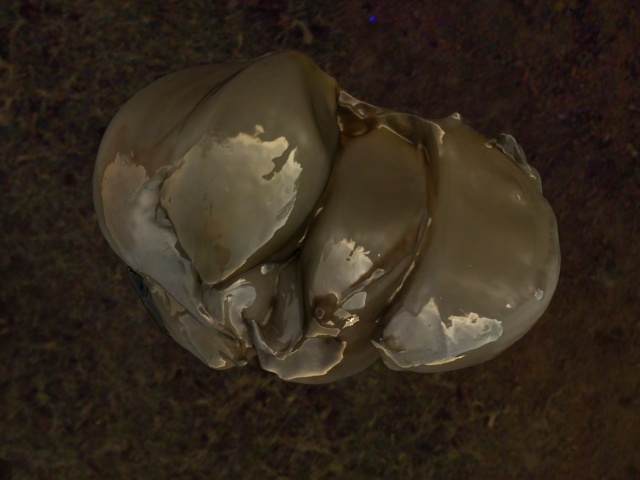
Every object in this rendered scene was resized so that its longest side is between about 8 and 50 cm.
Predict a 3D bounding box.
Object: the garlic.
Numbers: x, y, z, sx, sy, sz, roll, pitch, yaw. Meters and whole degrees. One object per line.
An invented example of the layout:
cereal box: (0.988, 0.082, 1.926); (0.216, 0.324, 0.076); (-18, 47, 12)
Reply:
garlic: (-0.011, 0.005, 0.581); (0.281, 0.203, 0.185); (27, 142, -12)

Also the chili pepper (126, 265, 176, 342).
chili pepper: (-0.051, 0.031, 0.873); (0.264, 0.116, 0.148); (-8, 97, 27)

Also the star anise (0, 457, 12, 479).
star anise: (-0.291, 0.250, 0.733); (0.315, 0.315, 0.108); (29, 95, 8)
